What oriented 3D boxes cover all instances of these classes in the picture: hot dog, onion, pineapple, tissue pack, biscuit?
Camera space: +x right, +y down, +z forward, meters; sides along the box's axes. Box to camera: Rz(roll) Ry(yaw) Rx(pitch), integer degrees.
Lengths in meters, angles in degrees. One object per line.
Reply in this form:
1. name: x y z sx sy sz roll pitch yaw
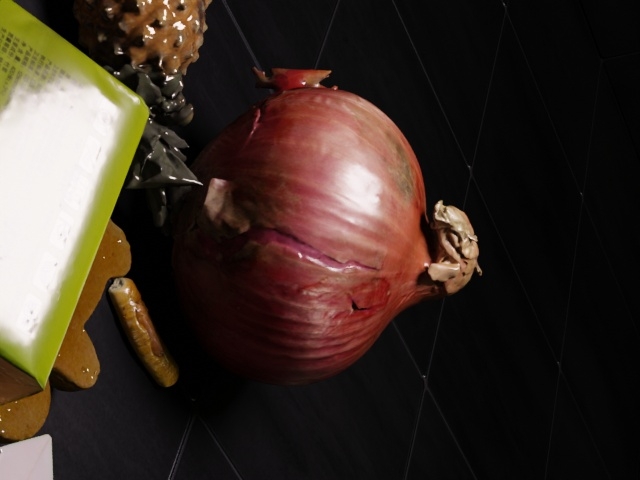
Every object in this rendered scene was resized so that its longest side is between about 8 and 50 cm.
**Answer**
1. hot dog: -0.185 0.101 1.699 0.044 0.028 0.137 -56 132 -48
2. onion: -0.027 -0.020 1.774 0.353 0.354 0.353 37 48 -56
3. pineapple: -0.189 -0.176 1.677 0.169 0.169 0.340 10 80 -64
4. tissue pack: -0.287 -0.031 1.277 0.200 0.167 0.274 38 52 -31
5. biscuit: -0.272 0.060 1.498 0.197 0.049 0.301 49 36 -33

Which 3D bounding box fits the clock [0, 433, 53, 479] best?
1. clock: -0.315 0.255 1.124 0.166 0.235 0.309 54 22 -16
